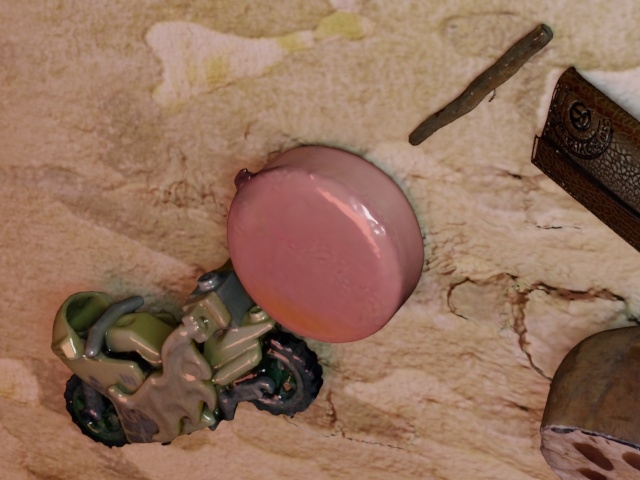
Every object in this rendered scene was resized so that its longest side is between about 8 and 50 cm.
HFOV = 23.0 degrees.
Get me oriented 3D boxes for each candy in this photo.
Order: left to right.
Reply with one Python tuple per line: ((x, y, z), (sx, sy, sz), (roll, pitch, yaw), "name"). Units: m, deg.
((0.000, 0.000, 1.908), (0.255, 0.094, 0.255), (16, 125, 24), "candy")

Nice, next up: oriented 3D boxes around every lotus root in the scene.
((0.378, 0.205, 1.736), (0.272, 0.192, 0.272), (17, 151, 9), "lotus root")

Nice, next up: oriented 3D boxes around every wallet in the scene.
((0.321, -0.062, 1.651), (0.243, 0.039, 0.133), (46, 141, 32), "wallet")

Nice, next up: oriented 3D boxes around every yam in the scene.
((0.175, -0.166, 1.744), (0.234, 0.029, 0.027), (-39, 66, 43), "yam")

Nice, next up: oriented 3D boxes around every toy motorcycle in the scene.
((-0.198, 0.155, 2.089), (0.410, 0.168, 0.237), (-13, 117, 30), "toy motorcycle")
